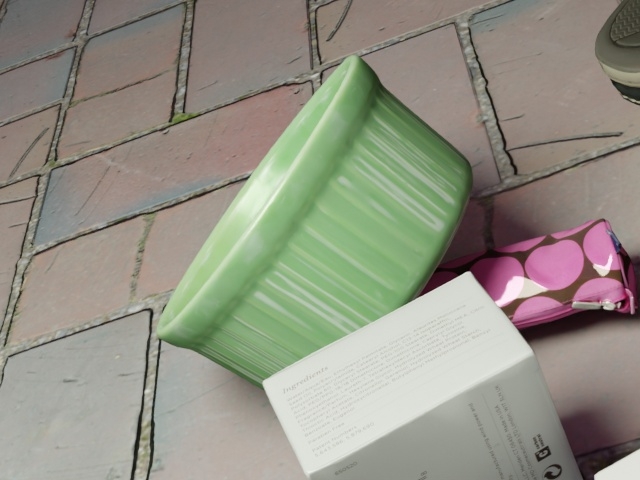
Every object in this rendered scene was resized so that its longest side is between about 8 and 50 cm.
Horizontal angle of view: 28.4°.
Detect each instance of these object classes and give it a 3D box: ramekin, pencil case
[{"bbox_3d":[0.000,0.000,1.126,0.303,0.148,0.303,-53,8,11],"label":"ramekin"},{"bbox_3d":[0.170,0.049,1.111,0.209,0.095,0.098,-18,48,15],"label":"pencil case"}]

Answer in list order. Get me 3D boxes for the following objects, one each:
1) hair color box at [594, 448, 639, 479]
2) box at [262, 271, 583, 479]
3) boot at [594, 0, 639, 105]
[{"bbox_3d":[0.310,0.157,0.706,0.339,0.110,0.185,-43,24,39],"label":"hair color box"},{"bbox_3d":[0.082,0.154,0.938,0.182,0.181,0.119,-28,34,-3],"label":"box"},{"bbox_3d":[0.415,-0.135,1.020,0.377,0.284,0.138,-32,35,-11],"label":"boot"}]
